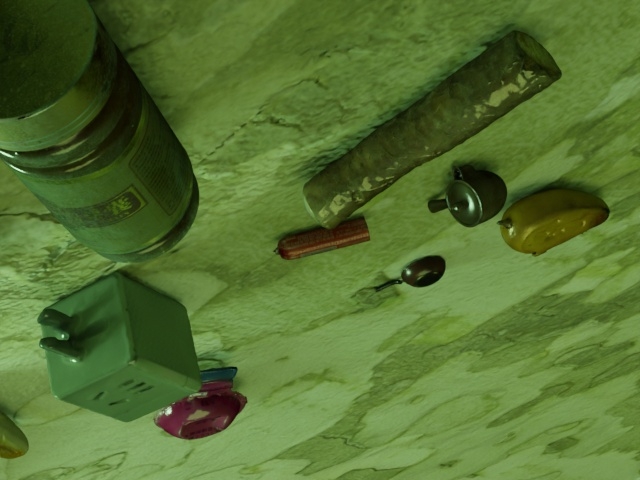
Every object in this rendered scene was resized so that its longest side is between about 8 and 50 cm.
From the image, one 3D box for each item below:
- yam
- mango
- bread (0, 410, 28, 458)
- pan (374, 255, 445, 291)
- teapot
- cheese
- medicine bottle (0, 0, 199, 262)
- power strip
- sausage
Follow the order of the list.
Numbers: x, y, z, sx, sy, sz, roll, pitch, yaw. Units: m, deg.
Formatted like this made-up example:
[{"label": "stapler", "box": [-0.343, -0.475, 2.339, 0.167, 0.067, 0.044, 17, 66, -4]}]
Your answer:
[{"label": "yam", "box": [0.114, -0.121, 1.504, 0.356, 0.081, 0.081, -34, 147, 29]}, {"label": "mango", "box": [0.322, -0.031, 1.796, 0.187, 0.066, 0.101, -9, 144, -23]}, {"label": "bread", "box": [-0.506, 0.275, 1.943, 0.073, 0.053, 0.214, -22, 149, 5]}, {"label": "pan", "box": [0.133, 0.059, 1.905, 0.115, 0.023, 0.068, -26, 152, 18]}, {"label": "teapot", "box": [0.185, -0.062, 1.690, 0.080, 0.085, 0.110, -25, -169, -33]}, {"label": "cheese", "box": [-0.187, 0.257, 2.066, 0.155, 0.062, 0.244, -7, 150, -18]}, {"label": "medicine bottle", "box": [-0.231, -0.102, 1.275, 0.151, 0.151, 0.322, -18, 152, 5]}, {"label": "power strip", "box": [-0.279, 0.136, 1.710, 0.140, 0.139, 0.224, -24, 151, 19]}, {"label": "sausage", "box": [0.000, 0.000, 1.716, 0.129, 0.034, 0.034, -14, 153, -2]}]
